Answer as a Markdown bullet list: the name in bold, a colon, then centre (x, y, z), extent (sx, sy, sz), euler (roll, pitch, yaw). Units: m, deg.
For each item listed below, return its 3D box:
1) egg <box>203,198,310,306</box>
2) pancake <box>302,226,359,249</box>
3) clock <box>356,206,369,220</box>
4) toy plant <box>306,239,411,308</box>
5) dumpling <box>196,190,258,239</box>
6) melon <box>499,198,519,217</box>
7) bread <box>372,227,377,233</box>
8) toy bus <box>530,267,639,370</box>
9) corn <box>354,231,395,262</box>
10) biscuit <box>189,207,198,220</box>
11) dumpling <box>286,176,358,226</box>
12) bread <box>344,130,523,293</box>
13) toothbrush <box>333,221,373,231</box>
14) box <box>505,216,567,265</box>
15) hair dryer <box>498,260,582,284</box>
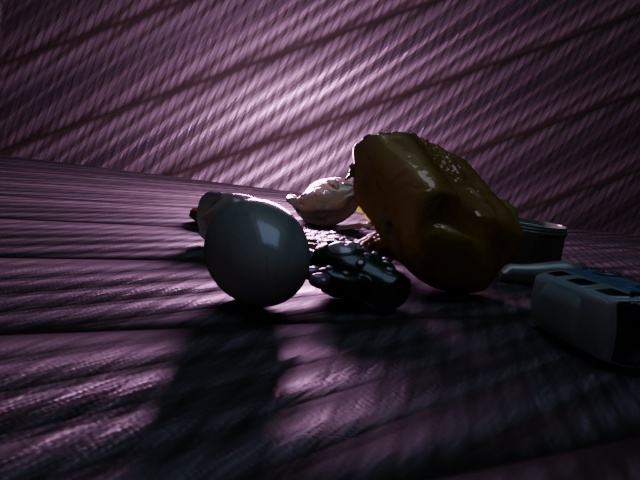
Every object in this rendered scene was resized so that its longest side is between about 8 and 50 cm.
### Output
- **egg**: centre (-0.110, 0.023, 1.056), extent (0.183, 0.182, 0.264), euler (4, 16, -23)
- **pancake**: centre (0.001, -0.001, 1.722), extent (0.283, 0.048, 0.282), euler (8, 10, -1)
- **clock**: centre (0.312, -0.078, 2.390), extent (0.277, 0.071, 0.293), euler (2, 13, -27)
- **toy plant**: centre (0.056, 0.061, 1.181), extent (0.233, 0.112, 0.243), euler (9, 13, -24)
- **dumpling**: centre (-0.212, -0.045, 1.584), extent (0.250, 0.162, 0.132), euler (19, -26, 5)
- **melon**: centre (0.544, -0.064, 2.098), extent (0.344, 0.226, 0.331), euler (17, -5, -19)
- **bread**: centre (0.296, -0.151, 2.067), extent (0.183, 0.235, 0.389), euler (23, -20, -22)
- **toy bus**: centre (0.495, 0.131, 1.050), extent (0.165, 0.132, 0.271), euler (1, 7, -10)
- **corn**: centre (0.121, 0.034, 1.474), extent (0.097, 0.096, 0.320), euler (11, 12, 20)
- **biscuit**: centre (-0.246, -0.076, 1.929), extent (0.330, 0.078, 0.335), euler (6, 8, 7)
- **dumpling**: centre (0.042, -0.126, 2.241), extent (0.319, 0.187, 0.243), euler (-7, -22, 14)
- **bread**: centre (0.258, -0.050, 1.409), extent (0.361, 0.250, 0.394), euler (17, 31, -35)
- **toothbrush**: centre (0.125, -0.051, 2.218), extent (0.028, 0.026, 0.294), euler (-9, 0, 29)
- **box**: centre (0.621, 0.015, 1.819), extent (0.226, 0.149, 0.226), euler (7, 10, -1)
- **hair dryer**: centre (0.571, 0.112, 1.510), extent (0.207, 0.075, 0.237), euler (2, 16, 7)
